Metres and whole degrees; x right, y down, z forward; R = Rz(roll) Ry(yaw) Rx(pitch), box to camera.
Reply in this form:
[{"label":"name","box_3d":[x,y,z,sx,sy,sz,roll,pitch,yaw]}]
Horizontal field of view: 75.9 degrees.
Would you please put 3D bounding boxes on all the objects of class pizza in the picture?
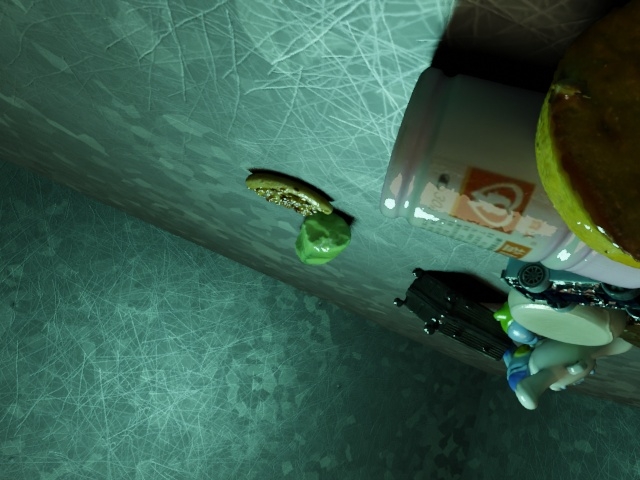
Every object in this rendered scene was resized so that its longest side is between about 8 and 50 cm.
[{"label":"pizza","box_3d":[-0.085,-0.121,1.094,0.247,0.058,0.127,25,165,-5]}]

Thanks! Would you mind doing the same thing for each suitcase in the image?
[{"label":"suitcase","box_3d":[0.450,0.251,1.362,0.335,0.152,0.229,28,-174,-23]}]

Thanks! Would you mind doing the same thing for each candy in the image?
[{"label":"candy","box_3d":[0.000,0.000,1.293,0.142,0.131,0.343,-20,173,-12]}]

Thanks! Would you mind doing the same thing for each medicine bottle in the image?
[{"label":"medicine bottle","box_3d":[0.252,-0.080,0.514,0.316,0.202,0.202,19,165,12]}]

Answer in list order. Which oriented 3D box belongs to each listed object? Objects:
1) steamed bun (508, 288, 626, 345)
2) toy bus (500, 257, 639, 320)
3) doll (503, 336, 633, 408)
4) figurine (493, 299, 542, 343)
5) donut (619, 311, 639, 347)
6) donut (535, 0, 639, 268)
[{"label":"steamed bun","box_3d":[0.562,0.136,0.941,0.232,0.145,0.231,23,160,9]},{"label":"toy bus","box_3d":[0.466,0.031,0.676,0.133,0.164,0.272,30,162,-32]},{"label":"doll","box_3d":[0.721,0.391,1.296,0.377,0.186,0.365,-10,169,-3]},{"label":"figurine","box_3d":[0.643,0.220,1.168,0.264,0.143,0.162,-12,155,35]},{"label":"donut","box_3d":[0.799,0.194,0.914,0.270,0.103,0.269,22,165,6]},{"label":"donut","box_3d":[0.308,-0.086,0.345,0.254,0.253,0.118,18,171,12]}]
